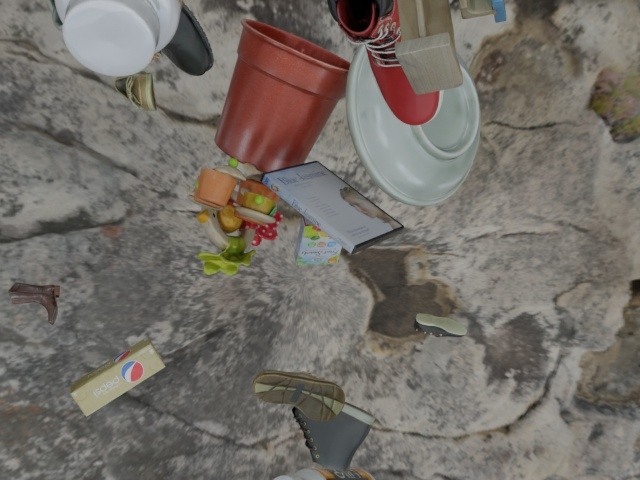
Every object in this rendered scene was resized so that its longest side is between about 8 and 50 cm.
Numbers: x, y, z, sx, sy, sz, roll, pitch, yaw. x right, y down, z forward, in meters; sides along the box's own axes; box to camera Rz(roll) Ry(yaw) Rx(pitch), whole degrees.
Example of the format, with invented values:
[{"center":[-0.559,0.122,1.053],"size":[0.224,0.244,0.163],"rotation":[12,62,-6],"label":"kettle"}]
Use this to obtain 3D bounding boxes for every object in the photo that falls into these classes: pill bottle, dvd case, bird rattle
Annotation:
[{"center":[-0.194,-0.264,0.722],"size":[0.117,0.117,0.215],"rotation":[0,51,-1],"label":"pill bottle"},{"center":[0.008,0.630,1.734],"size":[0.162,0.278,0.162],"rotation":[-15,67,39],"label":"pill bottle"},{"center":[0.026,-0.074,1.445],"size":[0.253,0.180,0.022],"rotation":[39,124,23],"label":"dvd case"},{"center":[-0.203,-0.040,1.777],"size":[0.207,0.143,0.253],"rotation":[56,47,-25],"label":"bird rattle"}]

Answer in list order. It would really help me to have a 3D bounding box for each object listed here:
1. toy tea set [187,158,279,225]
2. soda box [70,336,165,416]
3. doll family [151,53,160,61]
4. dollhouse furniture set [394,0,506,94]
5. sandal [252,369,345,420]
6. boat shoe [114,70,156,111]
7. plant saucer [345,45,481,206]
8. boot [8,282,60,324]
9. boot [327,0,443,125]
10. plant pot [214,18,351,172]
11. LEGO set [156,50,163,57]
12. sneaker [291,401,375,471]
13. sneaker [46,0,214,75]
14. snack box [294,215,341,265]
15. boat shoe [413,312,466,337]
[{"center":[-0.170,-0.117,1.510],"size":[0.200,0.336,0.124],"rotation":[19,87,-10],"label":"toy tea set"},{"center":[-0.408,0.272,1.454],"size":[0.181,0.058,0.061],"rotation":[-32,108,-12],"label":"soda box"},{"center":[-0.347,-0.436,1.394],"size":[0.118,0.163,0.262],"rotation":[15,109,-4],"label":"doll family"},{"center":[0.124,-0.209,0.539],"size":[0.129,0.129,0.183],"rotation":[-8,78,17],"label":"dollhouse furniture set"},{"center":[-0.034,0.242,1.177],"size":[0.180,0.049,0.072],"rotation":[23,105,-28],"label":"sandal"},{"center":[-0.269,-0.218,1.048],"size":[0.048,0.153,0.056],"rotation":[-9,114,-18],"label":"boat shoe"},{"center":[0.229,-0.272,1.512],"size":[0.401,0.101,0.400],"rotation":[2,87,-40],"label":"plant saucer"},{"center":[-0.683,0.150,1.715],"size":[0.114,0.037,0.106],"rotation":[4,56,-14],"label":"boot"},{"center":[0.068,-0.205,0.770],"size":[0.088,0.176,0.244],"rotation":[-5,125,22],"label":"boot"},{"center":[-0.089,-0.295,1.555],"size":[0.272,0.272,0.265],"rotation":[24,110,0],"label":"plant pot"},{"center":[-0.399,-0.483,1.814],"size":[0.083,0.023,0.054],"rotation":[29,97,-38],"label":"LEGO set"},{"center":[-0.024,0.319,1.274],"size":[0.222,0.083,0.118],"rotation":[25,82,-2],"label":"sneaker"},{"center":[-0.286,-0.315,0.981],"size":[0.330,0.122,0.146],"rotation":[44,73,-42],"label":"sneaker"},{"center":[0.000,0.000,1.645],"size":[0.100,0.141,0.037],"rotation":[-1,51,-14],"label":"snack box"},{"center":[0.301,0.220,1.823],"size":[0.133,0.049,0.042],"rotation":[13,126,0],"label":"boat shoe"}]
